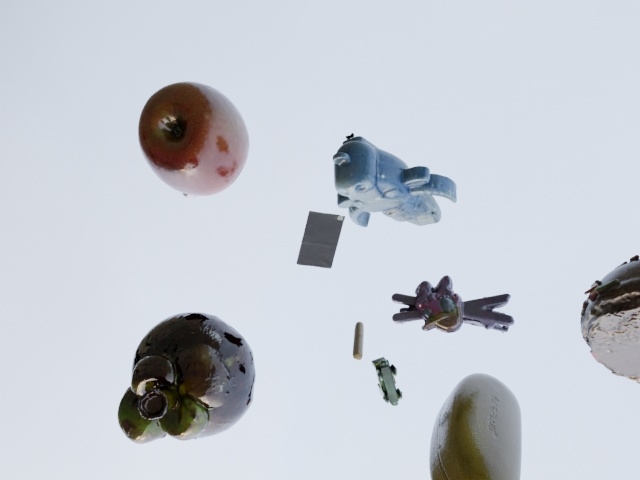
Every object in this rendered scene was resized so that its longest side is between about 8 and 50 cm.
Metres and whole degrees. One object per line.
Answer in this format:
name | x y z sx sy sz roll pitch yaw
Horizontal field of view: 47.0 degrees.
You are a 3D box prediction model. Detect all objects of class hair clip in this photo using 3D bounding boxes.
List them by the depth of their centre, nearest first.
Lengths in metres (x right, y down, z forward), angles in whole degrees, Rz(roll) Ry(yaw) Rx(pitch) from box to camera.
hair clip | 0.294 0.142 1.584 0.090 0.278 0.137 120 -24 -61

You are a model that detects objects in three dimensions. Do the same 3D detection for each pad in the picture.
pad | 0.000 0.000 2.270 0.004 0.116 0.193 -104 -155 -59

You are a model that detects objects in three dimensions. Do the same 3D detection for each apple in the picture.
apple | -0.205 -0.162 1.194 0.181 0.181 0.168 -58 170 6

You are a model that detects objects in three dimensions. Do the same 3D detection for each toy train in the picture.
toy train | 0.160 0.334 1.757 0.050 0.122 0.081 -18 -163 -8

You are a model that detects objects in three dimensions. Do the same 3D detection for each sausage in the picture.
sausage | 0.086 0.226 1.670 0.024 0.024 0.132 -45 -165 23

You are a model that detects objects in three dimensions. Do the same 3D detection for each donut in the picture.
donut | 0.494 0.112 1.009 0.269 0.269 0.103 -19 -138 45

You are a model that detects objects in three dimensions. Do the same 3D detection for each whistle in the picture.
whistle | 0.102 -0.077 1.120 0.180 0.269 0.093 -17 -120 35

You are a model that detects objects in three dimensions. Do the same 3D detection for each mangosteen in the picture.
mangosteen | -0.173 0.176 0.930 0.172 0.184 0.173 28 -49 38

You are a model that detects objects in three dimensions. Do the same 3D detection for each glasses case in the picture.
glasses case | 0.329 0.411 1.534 0.141 0.173 0.371 -65 177 29

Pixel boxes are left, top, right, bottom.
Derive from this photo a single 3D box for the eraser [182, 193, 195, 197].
eraser | -0.293 -0.216 1.629 0.204 0.059 0.244 16 -76 57
